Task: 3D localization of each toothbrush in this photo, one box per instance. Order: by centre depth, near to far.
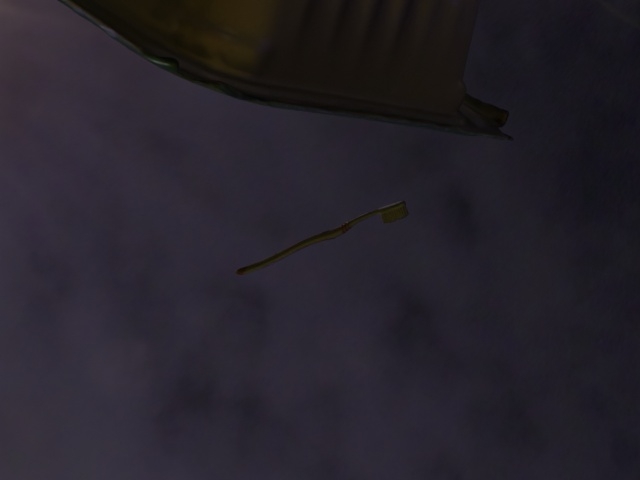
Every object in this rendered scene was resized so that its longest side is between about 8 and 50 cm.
[{"bbox_3d":[0.000,0.000,1.185,0.193,0.013,0.019,-21,-77,10],"label":"toothbrush"}]

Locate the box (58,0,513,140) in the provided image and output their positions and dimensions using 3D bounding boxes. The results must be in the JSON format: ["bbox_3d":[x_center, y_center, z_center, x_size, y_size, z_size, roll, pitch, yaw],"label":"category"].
[{"bbox_3d":[-0.021,-0.175,0.787,0.264,0.337,0.106,35,-69,36],"label":"box"}]
